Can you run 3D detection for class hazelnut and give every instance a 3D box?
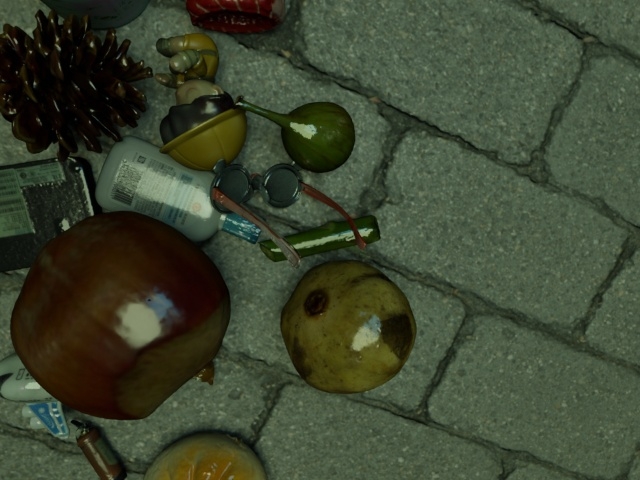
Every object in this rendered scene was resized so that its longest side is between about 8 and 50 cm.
[{"bbox_3d":[-0.353,0.135,0.765,0.364,0.366,0.367,-1,98,-7],"label":"hazelnut"}]

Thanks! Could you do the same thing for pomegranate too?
[{"bbox_3d":[0.056,0.180,0.847,0.280,0.281,0.282,-1,98,-7],"label":"pomegranate"}]

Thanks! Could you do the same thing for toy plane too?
[{"bbox_3d":[-0.554,0.286,0.866,0.266,0.122,0.267,-1,98,-4],"label":"toy plane"}]

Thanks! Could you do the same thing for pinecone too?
[{"bbox_3d":[-0.436,-0.283,0.734,0.263,0.264,0.265,-1,98,-7],"label":"pinecone"}]

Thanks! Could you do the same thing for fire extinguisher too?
[{"bbox_3d":[-0.509,0.482,0.937,0.062,0.050,0.178,-19,101,35],"label":"fire extinguisher"}]

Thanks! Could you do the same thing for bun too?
[{"bbox_3d":[-0.261,0.594,0.924,0.298,0.165,0.300,-1,98,-8],"label":"bun"}]

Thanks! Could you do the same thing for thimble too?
[{"bbox_3d":[-0.160,-0.477,0.779,0.189,0.163,0.125,-4,100,-6],"label":"thimble"}]

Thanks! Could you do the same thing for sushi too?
[{"bbox_3d":[-0.287,0.285,0.933,0.118,0.061,0.060,40,101,9],"label":"sushi"}]

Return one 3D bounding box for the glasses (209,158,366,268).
[{"bbox_3d":[-0.052,-0.069,0.778,0.234,0.268,0.118,-10,120,-45],"label":"glasses"}]

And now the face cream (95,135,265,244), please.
[{"bbox_3d":[-0.280,-0.083,0.863,0.336,0.080,0.163,22,94,-10],"label":"face cream"}]

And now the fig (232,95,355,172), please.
[{"bbox_3d":[-0.038,-0.228,0.788,0.259,0.151,0.152,25,96,-51],"label":"fig"}]

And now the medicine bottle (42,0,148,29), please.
[{"bbox_3d":[-0.430,-0.523,0.675,0.244,0.290,0.245,-1,98,-7],"label":"medicine bottle"}]

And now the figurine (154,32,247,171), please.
[{"bbox_3d":[-0.228,-0.263,0.796,0.167,0.192,0.257,-3,88,-25],"label":"figurine"}]

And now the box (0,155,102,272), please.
[{"bbox_3d":[-0.635,-0.044,0.840,0.349,0.058,0.212,-11,99,-6],"label":"box"}]

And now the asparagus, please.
[{"bbox_3d":[0.000,0.000,0.920,0.277,0.060,0.068,-15,110,-4],"label":"asparagus"}]
